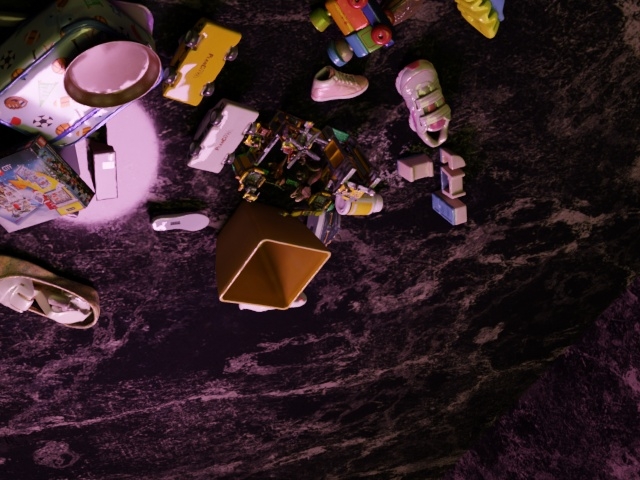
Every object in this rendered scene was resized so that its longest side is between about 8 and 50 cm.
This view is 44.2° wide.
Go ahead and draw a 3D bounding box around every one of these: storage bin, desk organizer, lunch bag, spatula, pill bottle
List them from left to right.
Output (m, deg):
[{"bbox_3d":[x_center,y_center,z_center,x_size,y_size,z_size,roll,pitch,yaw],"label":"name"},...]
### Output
[{"bbox_3d":[-0.541,-0.154,1.581,0.135,0.098,0.091,97,19,-46],"label":"storage bin"},{"bbox_3d":[-0.450,-0.395,1.410,0.296,0.030,0.084,-6,140,-25],"label":"spatula"},{"bbox_3d":[-0.441,-0.300,1.427,0.303,0.115,0.243,-30,151,16],"label":"lunch bag"},{"bbox_3d":[-0.459,-0.150,1.666,0.047,0.050,0.130,-10,139,-21],"label":"desk organizer"},{"bbox_3d":[0.102,-0.099,2.052,0.116,0.065,0.065,0,134,-30],"label":"pill bottle"}]

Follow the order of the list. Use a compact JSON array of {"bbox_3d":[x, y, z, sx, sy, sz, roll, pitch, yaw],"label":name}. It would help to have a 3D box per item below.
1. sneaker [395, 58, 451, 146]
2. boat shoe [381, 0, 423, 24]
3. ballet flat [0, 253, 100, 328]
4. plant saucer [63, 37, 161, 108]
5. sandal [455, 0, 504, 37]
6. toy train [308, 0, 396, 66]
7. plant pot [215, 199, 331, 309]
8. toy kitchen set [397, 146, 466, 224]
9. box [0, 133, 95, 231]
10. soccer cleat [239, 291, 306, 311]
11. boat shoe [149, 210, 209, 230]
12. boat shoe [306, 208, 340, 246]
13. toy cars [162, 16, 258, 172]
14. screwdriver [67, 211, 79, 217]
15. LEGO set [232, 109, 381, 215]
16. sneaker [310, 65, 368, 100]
[{"bbox_3d":[0.256,-0.319,1.857,0.103,0.111,0.252,-30,142,2],"label":"sneaker"},{"bbox_3d":[0.180,-0.513,1.637,0.064,0.060,0.178,-1,153,-46],"label":"boat shoe"},{"bbox_3d":[-0.653,0.124,1.809,0.123,0.123,0.348,-42,140,18],"label":"ballet flat"},{"bbox_3d":[-0.358,-0.291,1.348,0.168,0.029,0.168,-19,156,-9],"label":"plant saucer"},{"bbox_3d":[0.326,-0.565,1.629,0.138,0.126,0.317,-45,146,6],"label":"sandal"},{"bbox_3d":[0.035,-0.477,1.578,0.143,0.105,0.248,-26,117,25],"label":"toy train"},{"bbox_3d":[-0.140,0.022,1.943,0.212,0.187,0.212,12,128,-40],"label":"plant pot"},{"bbox_3d":[0.287,-0.142,2.104,0.166,0.122,0.207,-16,120,-14],"label":"toy kitchen set"},{"bbox_3d":[-0.576,-0.106,1.530,0.233,0.044,0.159,-13,130,30],"label":"box"},{"bbox_3d":[-0.136,0.164,2.212,0.196,0.068,0.076,4,137,-25],"label":"soccer cleat"},{"bbox_3d":[-0.335,-0.052,1.862,0.142,0.040,0.049,-3,127,-29],"label":"boat shoe"},{"bbox_3d":[0.000,0.000,2.062,0.083,0.065,0.183,7,105,-39],"label":"boat shoe"},{"bbox_3d":[-0.228,-0.301,1.615,0.176,0.087,0.394,-17,144,-6],"label":"toy cars"},{"bbox_3d":[-0.596,-0.086,1.689,0.170,0.025,0.024,27,118,-37],"label":"screwdriver"},{"bbox_3d":[-0.025,-0.143,1.821,0.255,0.192,0.331,-44,139,19],"label":"LEGO set"},{"bbox_3d":[0.044,-0.353,1.740,0.134,0.051,0.070,-14,145,-11],"label":"sneaker"}]
